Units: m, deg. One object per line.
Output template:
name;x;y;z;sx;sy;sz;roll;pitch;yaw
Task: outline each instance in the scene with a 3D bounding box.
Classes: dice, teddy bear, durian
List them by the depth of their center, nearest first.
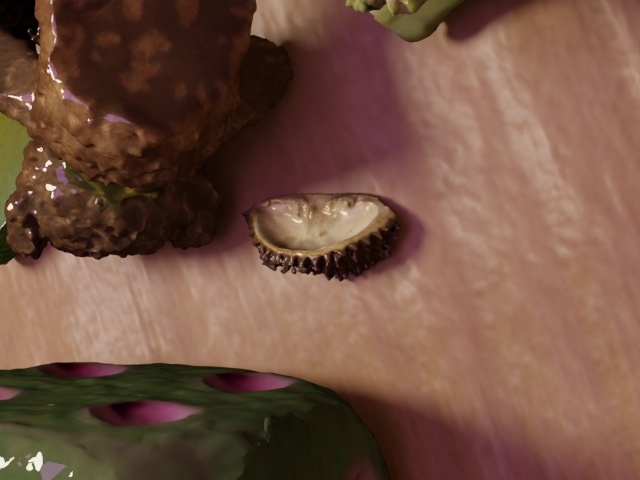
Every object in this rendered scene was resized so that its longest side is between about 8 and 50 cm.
dice;-0.144;0.256;1.046;0.322;0.330;0.318;2;93;25
teddy bear;-0.138;-0.139;1.113;0.222;0.246;0.296;166;101;-69
durian;-0.004;-0.003;1.124;0.130;0.052;0.066;2;90;27

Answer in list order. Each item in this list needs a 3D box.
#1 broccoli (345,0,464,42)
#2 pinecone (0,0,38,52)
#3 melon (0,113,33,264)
broccoli;0.107;-0.219;1.002;0.243;0.247;0.263;-50;24;50
pinecone;-0.330;-0.231;1.184;0.292;0.246;0.246;21;101;46
melon;-0.222;-0.104;1.246;0.114;0.053;0.261;40;104;39
